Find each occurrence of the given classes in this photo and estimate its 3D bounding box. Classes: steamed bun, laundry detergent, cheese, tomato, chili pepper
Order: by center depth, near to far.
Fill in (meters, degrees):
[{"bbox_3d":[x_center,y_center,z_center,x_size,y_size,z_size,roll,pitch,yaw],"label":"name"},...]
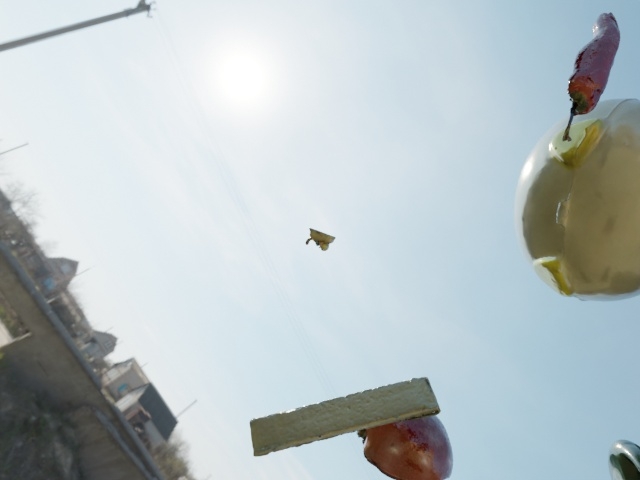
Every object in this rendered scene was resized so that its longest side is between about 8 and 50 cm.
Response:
[{"bbox_3d":[0.371,-0.235,0.608,0.050,0.268,0.059,0,-41,51],"label":"chili pepper"},{"bbox_3d":[0.491,0.393,0.645,0.211,0.062,0.138,-33,109,-76],"label":"laundry detergent"},{"bbox_3d":[0.532,-0.070,0.844,0.333,0.333,0.375,16,-69,49],"label":"steamed bun"},{"bbox_3d":[0.048,0.368,0.947,0.034,0.399,0.085,81,-3,-50],"label":"cheese"},{"bbox_3d":[0.269,0.565,1.370,0.289,0.177,0.335,15,6,-2],"label":"tomato"}]

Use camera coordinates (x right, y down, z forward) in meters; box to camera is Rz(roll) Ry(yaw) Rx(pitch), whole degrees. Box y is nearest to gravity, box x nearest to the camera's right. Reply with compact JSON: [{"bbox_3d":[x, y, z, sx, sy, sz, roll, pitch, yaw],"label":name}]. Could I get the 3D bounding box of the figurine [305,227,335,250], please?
[{"bbox_3d":[0.000,0.000,1.224,0.083,0.047,0.051,22,-82,34],"label":"figurine"}]
